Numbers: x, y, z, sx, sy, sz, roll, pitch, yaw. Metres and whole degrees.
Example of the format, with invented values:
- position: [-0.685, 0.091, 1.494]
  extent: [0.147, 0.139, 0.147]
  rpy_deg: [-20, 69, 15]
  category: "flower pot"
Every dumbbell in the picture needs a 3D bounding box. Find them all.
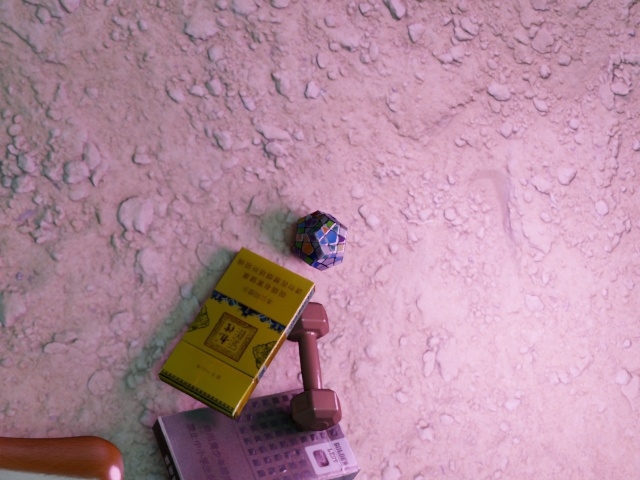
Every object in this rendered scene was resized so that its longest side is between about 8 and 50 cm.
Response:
- position: [-0.018, 0.219, 1.882]
  extent: [0.082, 0.092, 0.231]
  rpy_deg: [27, 44, -43]
  category: "dumbbell"

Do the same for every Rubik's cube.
- position: [0.000, 0.000, 1.956]
  extent: [0.111, 0.111, 0.093]
  rpy_deg: [-5, 60, -25]
  category: "Rubik's cube"

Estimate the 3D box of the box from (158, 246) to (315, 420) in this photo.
- position: [-0.141, 0.157, 1.855]
  extent: [0.153, 0.041, 0.279]
  rpy_deg: [26, 66, 15]
  category: "box"

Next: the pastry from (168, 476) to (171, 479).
- position: [-0.237, 0.503, 1.776]
  extent: [0.112, 0.103, 0.265]
  rpy_deg: [34, 68, -24]
  category: "pastry"

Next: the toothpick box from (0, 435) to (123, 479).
- position: [-0.464, 0.361, 1.653]
  extent: [0.294, 0.192, 0.192]
  rpy_deg: [14, 78, -28]
  category: "toothpick box"

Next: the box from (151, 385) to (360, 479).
- position: [-0.105, 0.354, 1.823]
  extent: [0.325, 0.047, 0.180]
  rpy_deg: [-6, 55, -33]
  category: "box"
